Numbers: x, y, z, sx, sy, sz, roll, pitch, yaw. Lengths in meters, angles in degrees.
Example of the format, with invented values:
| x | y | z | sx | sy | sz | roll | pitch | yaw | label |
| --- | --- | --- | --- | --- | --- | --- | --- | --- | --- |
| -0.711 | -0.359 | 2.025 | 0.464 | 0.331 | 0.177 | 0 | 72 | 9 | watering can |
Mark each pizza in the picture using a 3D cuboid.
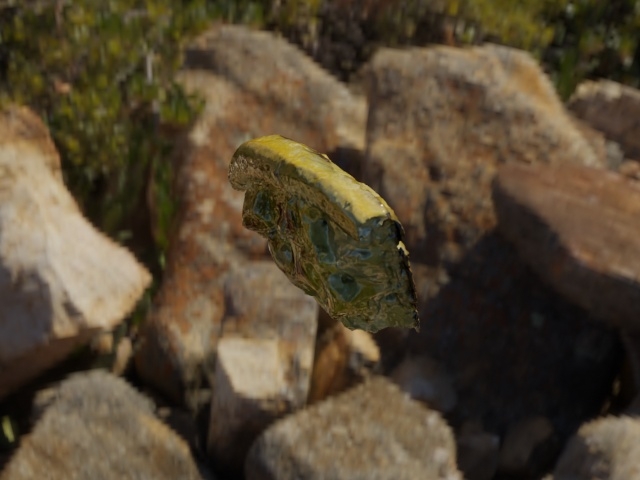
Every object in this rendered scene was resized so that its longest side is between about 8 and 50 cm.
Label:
| x | y | z | sx | sy | sz | roll | pitch | yaw | label |
| --- | --- | --- | --- | --- | --- | --- | --- | --- | --- |
| -0.001 | 0.000 | 0.790 | 0.035 | 0.160 | 0.099 | -31 | 111 | -12 | pizza |
